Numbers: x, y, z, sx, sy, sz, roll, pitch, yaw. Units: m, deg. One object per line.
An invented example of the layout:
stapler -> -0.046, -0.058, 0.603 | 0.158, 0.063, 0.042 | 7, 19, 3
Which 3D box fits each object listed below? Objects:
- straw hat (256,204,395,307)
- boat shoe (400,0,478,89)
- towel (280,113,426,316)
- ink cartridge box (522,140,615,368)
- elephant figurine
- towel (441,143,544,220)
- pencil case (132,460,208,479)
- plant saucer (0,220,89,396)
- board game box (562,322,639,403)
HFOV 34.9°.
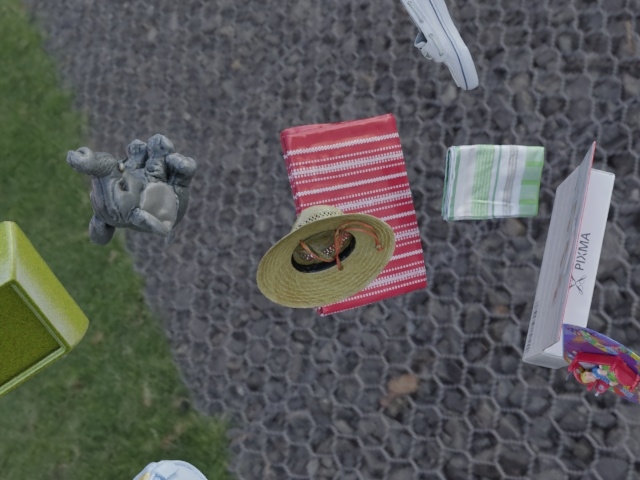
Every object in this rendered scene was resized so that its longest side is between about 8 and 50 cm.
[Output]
straw hat -> 0.000, 0.000, 1.008 | 0.144, 0.144, 0.061 | -31, 51, 16
boat shoe -> 0.198, -0.352, 1.763 | 0.075, 0.226, 0.083 | -28, 19, 2
towel -> 0.051, -0.043, 1.497 | 0.031, 0.199, 0.275 | -5, 97, 62
ink cartridge box -> 0.381, 0.032, 1.514 | 0.066, 0.261, 0.296 | 13, 78, 3
elephant figurine -> -0.312, -0.065, 1.630 | 0.169, 0.186, 0.239 | -48, 2, 29
towel -> 0.255, -0.084, 1.492 | 0.023, 0.152, 0.113 | -128, 39, -66
pencil case -> -0.251, 0.381, 1.321 | 0.273, 0.113, 0.124 | -35, 70, 36
plant saucer -> -0.338, 0.097, 1.013 | 0.188, 0.188, 0.045 | -34, 50, -11
board game box -> 0.354, 0.169, 1.271 | 0.133, 0.169, 0.033 | 29, 72, 26
